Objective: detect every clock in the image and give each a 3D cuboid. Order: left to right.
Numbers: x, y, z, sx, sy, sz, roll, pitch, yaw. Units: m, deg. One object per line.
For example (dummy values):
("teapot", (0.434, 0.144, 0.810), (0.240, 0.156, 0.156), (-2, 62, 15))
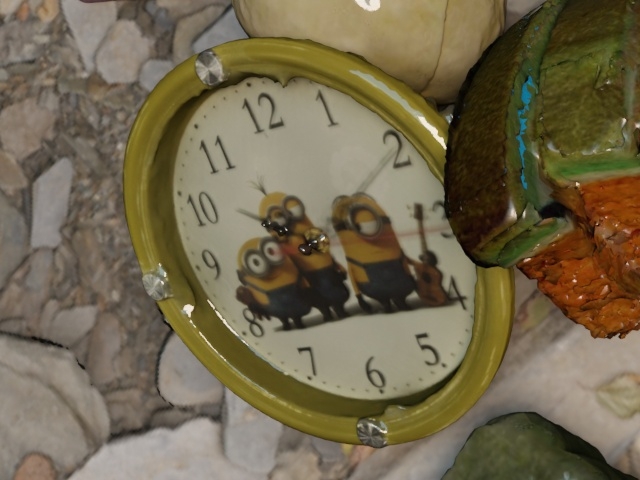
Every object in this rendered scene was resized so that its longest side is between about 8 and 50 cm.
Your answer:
("clock", (0.000, 0.000, 0.566), (0.237, 0.057, 0.237), (18, 125, 27))

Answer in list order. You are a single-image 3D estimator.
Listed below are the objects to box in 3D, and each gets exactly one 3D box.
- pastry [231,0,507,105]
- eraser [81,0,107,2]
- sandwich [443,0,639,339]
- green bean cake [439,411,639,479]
("pastry", (0.024, -0.125, 0.577), (0.156, 0.156, 0.092), (14, 90, 21))
("eraser", (-0.121, -0.193, 0.704), (0.105, 0.026, 0.065), (-1, 82, 18))
("sandwich", (0.137, -0.046, 0.493), (0.079, 0.235, 0.159), (-26, 89, 38))
("green bean cake", (0.111, 0.200, 0.490), (0.183, 0.094, 0.185), (37, 94, 40))
